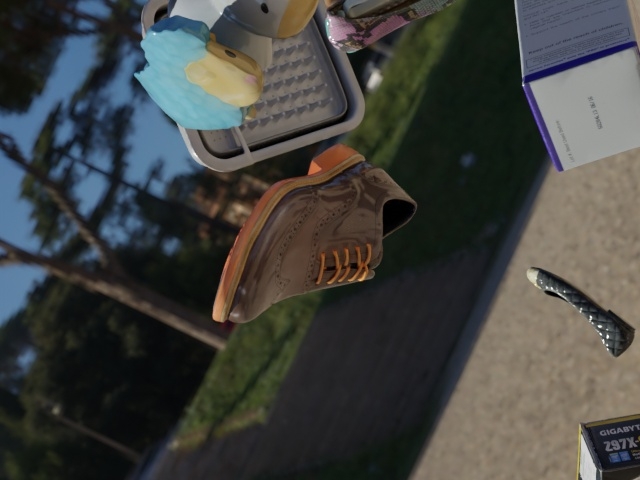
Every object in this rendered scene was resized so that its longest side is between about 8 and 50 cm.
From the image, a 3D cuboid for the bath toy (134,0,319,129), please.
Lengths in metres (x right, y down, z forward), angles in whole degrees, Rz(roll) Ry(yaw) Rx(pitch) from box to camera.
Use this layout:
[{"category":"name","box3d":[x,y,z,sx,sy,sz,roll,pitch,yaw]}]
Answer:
[{"category":"bath toy","box3d":[-0.048,-0.261,1.212,0.129,0.151,0.348,51,-133,-40]}]

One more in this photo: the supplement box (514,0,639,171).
[{"category":"supplement box","box3d":[0.259,-0.186,1.406,0.220,0.114,0.111,-87,-26,-51]}]

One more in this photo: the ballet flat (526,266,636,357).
[{"category":"ballet flat","box3d":[0.336,0.089,1.892,0.049,0.173,0.057,-56,-29,7]}]

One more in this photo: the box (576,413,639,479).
[{"category":"box","box3d":[0.446,0.282,1.584,0.079,0.322,0.257,-102,4,-50]}]

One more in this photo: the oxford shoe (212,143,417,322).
[{"category":"oxford shoe","box3d":[0.000,0.000,1.658,0.363,0.132,0.130,-45,-21,-50]}]

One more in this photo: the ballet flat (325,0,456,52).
[{"category":"ballet flat","box3d":[0.105,-0.314,1.809,0.221,0.077,0.079,-28,-36,-4]}]

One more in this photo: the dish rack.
[{"category":"dish rack","box3d":[-0.110,-0.261,2.219,0.333,0.285,0.072,-21,-3,-34]}]
